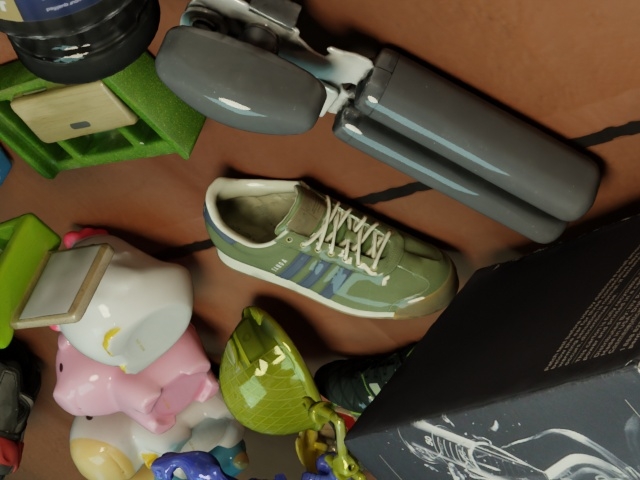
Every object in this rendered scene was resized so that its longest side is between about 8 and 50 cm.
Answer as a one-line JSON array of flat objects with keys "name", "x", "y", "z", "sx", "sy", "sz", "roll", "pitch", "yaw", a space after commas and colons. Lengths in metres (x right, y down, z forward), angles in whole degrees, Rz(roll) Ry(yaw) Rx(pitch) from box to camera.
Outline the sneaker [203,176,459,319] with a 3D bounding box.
[{"name": "sneaker", "x": 0.000, "y": 0.000, "z": 1.242, "sx": 0.192, "sy": 0.064, "sz": 0.086, "roll": 14, "pitch": 154, "yaw": 22}]

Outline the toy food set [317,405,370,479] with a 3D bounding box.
[{"name": "toy food set", "x": 0.030, "y": 0.178, "z": 1.562, "sx": 0.078, "sy": 0.019, "sz": 0.122, "roll": 6, "pitch": 138, "yaw": 28}]

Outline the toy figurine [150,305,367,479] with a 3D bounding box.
[{"name": "toy figurine", "x": -0.066, "y": 0.251, "z": 1.451, "sx": 0.191, "sy": 0.217, "sz": 0.363, "roll": 56, "pitch": 170, "yaw": 46}]

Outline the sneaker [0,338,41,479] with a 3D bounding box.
[{"name": "sneaker", "x": -0.323, "y": 0.154, "z": 1.693, "sx": 0.097, "sy": 0.135, "sz": 0.276, "roll": 15, "pitch": 175, "yaw": -10}]

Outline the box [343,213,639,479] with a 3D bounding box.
[{"name": "box", "x": 0.245, "y": 0.162, "z": 1.075, "sx": 0.343, "sy": 0.179, "sz": 0.312, "roll": 47, "pitch": 151, "yaw": -10}]

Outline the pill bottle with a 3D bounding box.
[{"name": "pill bottle", "x": -0.161, "y": -0.192, "z": 0.984, "sx": 0.122, "sy": 0.123, "sz": 0.219, "roll": 11, "pitch": 148, "yaw": 20}]

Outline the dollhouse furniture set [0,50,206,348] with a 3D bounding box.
[{"name": "dollhouse furniture set", "x": -0.252, "y": -0.090, "z": 1.138, "sx": 0.151, "sy": 0.198, "sz": 0.301, "roll": -7, "pitch": 140, "yaw": 43}]

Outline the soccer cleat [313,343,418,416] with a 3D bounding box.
[{"name": "soccer cleat", "x": 0.072, "y": 0.108, "z": 1.389, "sx": 0.178, "sy": 0.060, "sz": 0.072, "roll": 8, "pitch": 123, "yaw": 32}]

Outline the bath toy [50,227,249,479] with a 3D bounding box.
[{"name": "bath toy", "x": -0.162, "y": 0.111, "z": 1.489, "sx": 0.129, "sy": 0.151, "sz": 0.348, "roll": 49, "pitch": 163, "yaw": 30}]

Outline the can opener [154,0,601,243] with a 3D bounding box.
[{"name": "can opener", "x": 0.032, "y": -0.064, "z": 1.085, "sx": 0.283, "sy": 0.095, "sz": 0.076, "roll": 28, "pitch": 151, "yaw": -7}]

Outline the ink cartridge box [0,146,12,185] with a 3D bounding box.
[{"name": "ink cartridge box", "x": -0.325, "y": -0.066, "z": 1.287, "sx": 0.082, "sy": 0.140, "sz": 0.191, "roll": 8, "pitch": 147, "yaw": 29}]
